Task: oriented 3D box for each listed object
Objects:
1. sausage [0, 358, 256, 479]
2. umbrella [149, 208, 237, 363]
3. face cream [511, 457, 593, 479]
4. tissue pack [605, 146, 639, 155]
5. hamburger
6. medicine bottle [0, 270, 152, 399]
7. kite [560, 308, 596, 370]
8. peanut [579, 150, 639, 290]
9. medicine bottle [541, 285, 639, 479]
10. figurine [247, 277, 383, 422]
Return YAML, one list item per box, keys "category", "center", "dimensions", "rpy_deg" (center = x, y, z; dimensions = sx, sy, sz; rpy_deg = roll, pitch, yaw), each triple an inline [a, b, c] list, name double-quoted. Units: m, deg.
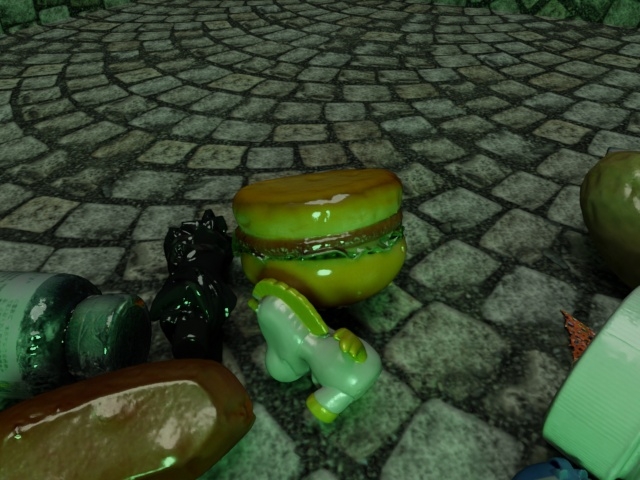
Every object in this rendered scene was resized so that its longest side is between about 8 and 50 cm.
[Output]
- category: "sausage"
  center: [-0.193, 0.187, 0.502]
  dimensions: [0.258, 0.133, 0.133]
  rpy_deg: [-14, 38, -21]
- category: "umbrella"
  center: [-0.156, 0.061, 0.681]
  dimensions: [0.110, 0.122, 0.272]
  rpy_deg: [13, 24, -18]
- category: "face cream"
  center: [0.219, 0.282, 0.384]
  dimensions: [0.149, 0.083, 0.264]
  rpy_deg: [11, 30, -16]
- category: "tissue pack"
  center: [0.540, -0.098, 0.919]
  dimensions: [0.116, 0.065, 0.155]
  rpy_deg: [19, 42, 28]
- category: "hamburger"
  center: [0.002, 0.000, 0.708]
  dimensions: [0.246, 0.169, 0.246]
  rpy_deg: [-7, 12, 2]
- category: "medicine bottle"
  center: [-0.347, 0.104, 0.597]
  dimensions: [0.293, 0.141, 0.141]
  rpy_deg: [1, 36, 9]
- category: "kite"
  center: [0.353, 0.164, 0.619]
  dimensions: [0.125, 0.008, 0.222]
  rpy_deg: [10, 38, 11]
- category: "peanut"
  center: [0.481, 0.011, 0.666]
  dimensions: [0.170, 0.192, 0.387]
  rpy_deg: [-21, 40, -14]
- category: "medicine bottle"
  center: [0.378, 0.185, 0.430]
  dimensions: [0.332, 0.190, 0.190]
  rpy_deg: [30, 47, 34]
- category: "figurine"
  center: [-0.014, 0.112, 0.594]
  dimensions: [0.178, 0.129, 0.109]
  rpy_deg: [28, 49, 33]
